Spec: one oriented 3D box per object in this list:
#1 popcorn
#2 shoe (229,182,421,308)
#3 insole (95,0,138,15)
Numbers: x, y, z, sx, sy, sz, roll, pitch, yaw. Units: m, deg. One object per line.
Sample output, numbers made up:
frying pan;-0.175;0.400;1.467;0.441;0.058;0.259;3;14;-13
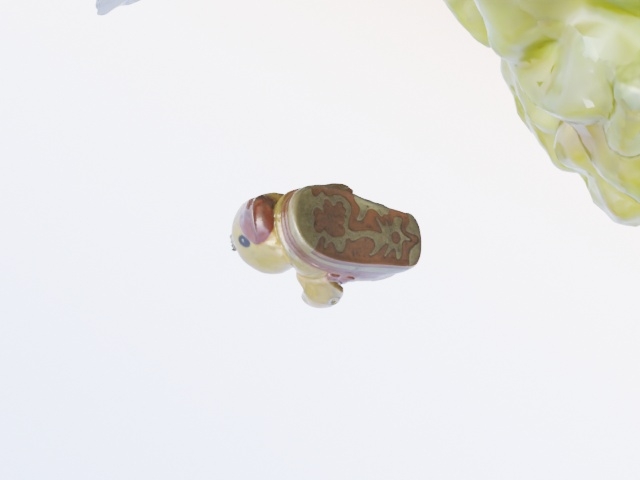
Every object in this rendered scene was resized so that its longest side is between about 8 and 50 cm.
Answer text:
popcorn;0.160;-0.140;0.875;0.235;0.242;0.250;-12;-136;-36
shoe;0.002;0.003;1.106;0.109;0.072;0.069;-10;175;-36
insole;-0.066;-0.188;1.016;0.081;0.248;0.011;-29;-97;-37
